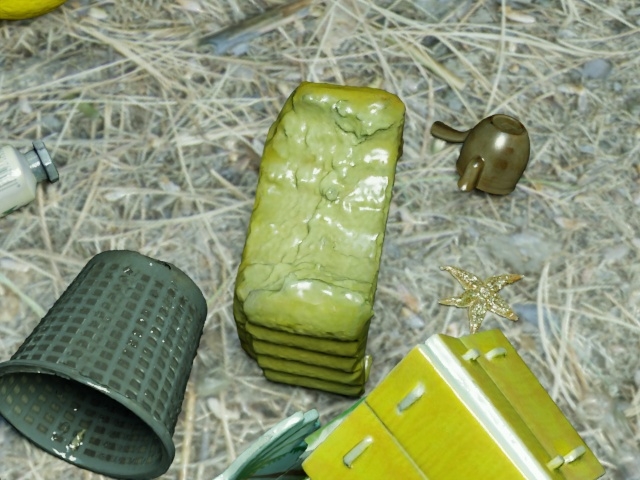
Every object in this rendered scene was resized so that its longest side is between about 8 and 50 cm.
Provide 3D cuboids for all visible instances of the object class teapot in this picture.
[{"bbox_3d":[0.153,-0.094,1.341,0.110,0.080,0.085,40,38,25],"label":"teapot"}]

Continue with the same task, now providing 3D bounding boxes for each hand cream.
[{"bbox_3d":[-0.382,-0.021,1.263,0.276,0.059,0.095,-25,72,-11],"label":"hand cream"}]

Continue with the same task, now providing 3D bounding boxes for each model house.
[{"bbox_3d":[0.075,0.244,1.045,0.340,0.324,0.300,-32,72,-18],"label":"model house"}]

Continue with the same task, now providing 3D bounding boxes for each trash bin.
[{"bbox_3d":[-0.184,0.100,1.179,0.175,0.175,0.161,20,55,3],"label":"trash bin"}]

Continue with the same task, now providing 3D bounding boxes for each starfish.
[{"bbox_3d":[0.158,0.050,1.310,0.092,0.016,0.086,42,66,15],"label":"starfish"}]

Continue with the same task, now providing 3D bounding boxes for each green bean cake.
[{"bbox_3d":[0.000,0.000,1.199,0.124,0.233,0.236,9,65,4],"label":"green bean cake"}]

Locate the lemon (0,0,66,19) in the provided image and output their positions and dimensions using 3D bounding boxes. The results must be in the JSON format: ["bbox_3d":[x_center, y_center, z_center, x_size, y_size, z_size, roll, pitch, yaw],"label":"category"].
[{"bbox_3d":[-0.307,-0.312,1.332,0.178,0.178,0.203,33,68,9],"label":"lemon"}]
